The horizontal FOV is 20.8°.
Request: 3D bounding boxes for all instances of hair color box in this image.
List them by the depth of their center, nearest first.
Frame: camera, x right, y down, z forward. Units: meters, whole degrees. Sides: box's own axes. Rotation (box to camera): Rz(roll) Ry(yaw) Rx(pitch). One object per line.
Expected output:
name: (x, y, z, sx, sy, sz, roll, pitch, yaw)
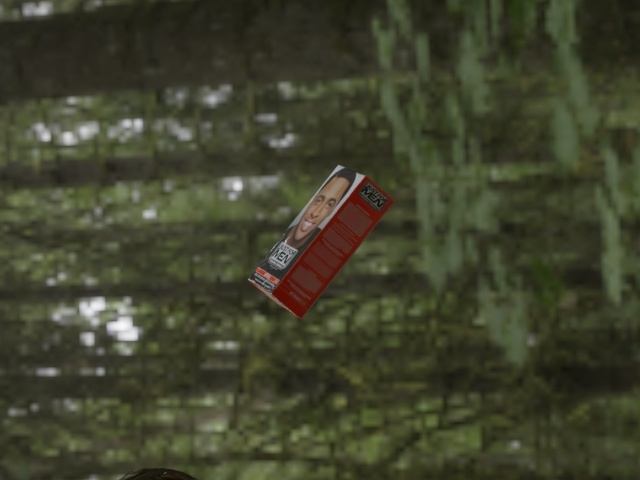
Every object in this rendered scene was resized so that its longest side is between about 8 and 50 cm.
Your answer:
hair color box: (0.000, 0.000, 1.632, 0.043, 0.141, 0.072, 41, 174, -23)

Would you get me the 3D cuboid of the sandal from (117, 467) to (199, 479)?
sandal: (-0.115, 0.211, 1.244, 0.302, 0.120, 0.086, 19, -131, -56)
